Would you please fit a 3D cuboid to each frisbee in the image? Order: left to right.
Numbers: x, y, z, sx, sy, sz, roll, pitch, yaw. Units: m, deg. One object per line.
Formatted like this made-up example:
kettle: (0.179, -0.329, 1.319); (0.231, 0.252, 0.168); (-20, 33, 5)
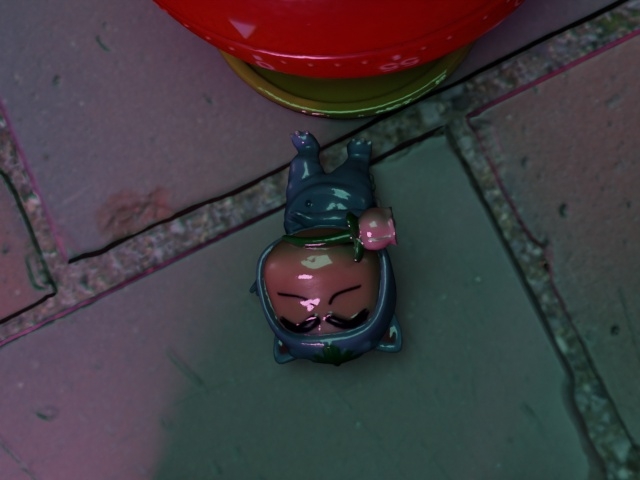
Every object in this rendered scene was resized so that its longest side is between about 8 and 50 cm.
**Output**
frisbee: (0.021, -0.208, 1.211); (0.236, 0.017, 0.236); (-2, 78, 11)

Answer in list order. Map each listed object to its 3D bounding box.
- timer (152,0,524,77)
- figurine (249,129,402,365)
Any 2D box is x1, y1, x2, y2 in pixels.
timer: (0.012, -0.306, 1.084); (0.378, 0.279, 0.378); (-2, 77, 7)
figurine: (0.004, -0.001, 1.113); (0.114, 0.144, 0.178); (1, 67, -1)
